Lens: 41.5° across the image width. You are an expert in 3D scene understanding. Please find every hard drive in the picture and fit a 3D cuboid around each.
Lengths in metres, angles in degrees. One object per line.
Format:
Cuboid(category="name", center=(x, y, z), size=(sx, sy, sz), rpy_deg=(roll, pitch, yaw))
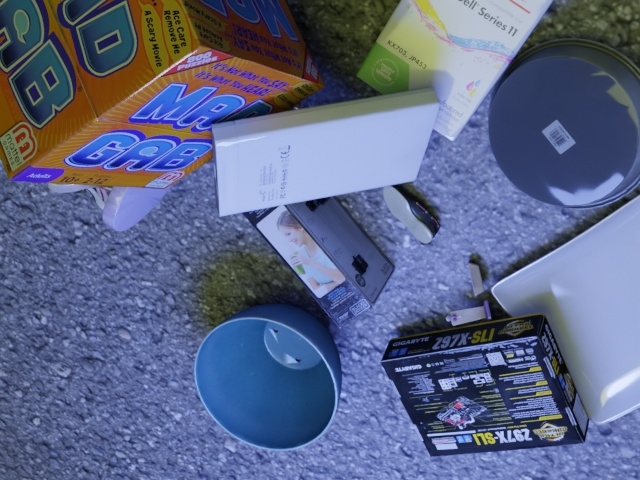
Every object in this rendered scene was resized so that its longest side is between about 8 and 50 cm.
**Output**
Cuboid(category="hard drive", center=(0.002, -0.140, 1.381), size=(0.353, 0.047, 0.233), rpy_deg=(-11, 154, -10))

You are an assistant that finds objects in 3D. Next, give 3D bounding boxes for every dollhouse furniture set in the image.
Cuboid(category="dollhouse furniture set", center=(0.270, 0.105, 1.598), size=(0.081, 0.091, 0.114), rpy_deg=(-13, 78, 8))

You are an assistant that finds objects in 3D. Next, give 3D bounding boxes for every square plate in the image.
Cuboid(category="square plate", center=(0.547, 0.126, 1.520), size=(0.344, 0.049, 0.347), rpy_deg=(-36, 97, 27))

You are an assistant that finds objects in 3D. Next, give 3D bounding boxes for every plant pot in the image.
Cuboid(category="plant pot", center=(-0.080, 0.243, 1.690), size=(0.290, 0.195, 0.290), rpy_deg=(6, 113, 15))

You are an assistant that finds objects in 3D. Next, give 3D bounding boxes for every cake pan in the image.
Cuboid(category="cake pan", center=(0.404, -0.182, 1.393), size=(0.293, 0.054, 0.293), rpy_deg=(16, 120, 30))

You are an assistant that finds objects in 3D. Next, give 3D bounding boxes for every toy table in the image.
Cuboid(category="toy table", center=(-0.368, -0.158, 1.590), size=(0.161, 0.274, 0.252), rpy_deg=(29, 137, 8))

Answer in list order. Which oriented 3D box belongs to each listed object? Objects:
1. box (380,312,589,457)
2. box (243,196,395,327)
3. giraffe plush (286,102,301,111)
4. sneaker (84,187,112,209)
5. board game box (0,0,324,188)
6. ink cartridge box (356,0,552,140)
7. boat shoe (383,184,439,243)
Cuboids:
Cuboid(category="box", center=(0.309, 0.283, 1.606), size=(0.322, 0.079, 0.257), rpy_deg=(-15, 116, 31))
Cuboid(category="box", center=(0.000, 0.000, 1.583), size=(0.087, 0.169, 0.290), rpy_deg=(-36, 98, 30))
Cuboid(category="giraffe plush", center=(-0.123, -0.260, 1.527), size=(0.181, 0.170, 0.210), rpy_deg=(-53, 48, 24))
Cuboid(category="sneaker", center=(-0.434, -0.113, 1.735), size=(0.178, 0.072, 0.077), rpy_deg=(38, 107, -6))
Cuboid(category="board game box", center=(-0.279, -0.318, 1.270), size=(0.356, 0.356, 0.356), rpy_deg=(-29, 79, 23))
Cuboid(category="ink cartridge box", center=(0.240, -0.369, 1.378), size=(0.207, 0.119, 0.353), rpy_deg=(34, 118, 3))
Cuboid(category="boat shoe", center=(0.168, -0.056, 1.576), size=(0.133, 0.042, 0.049), rpy_deg=(48, 143, -4))
